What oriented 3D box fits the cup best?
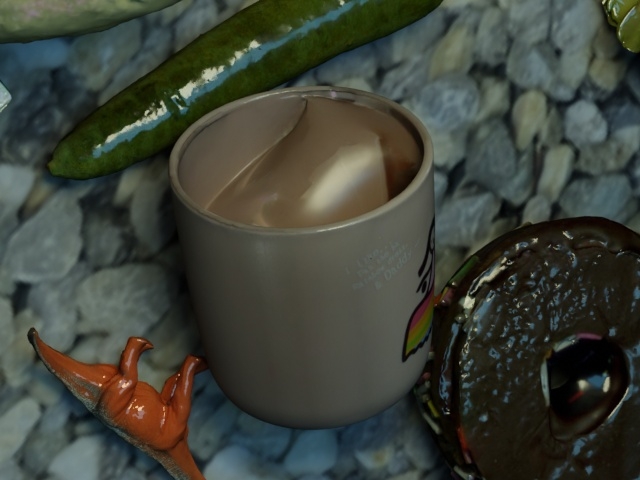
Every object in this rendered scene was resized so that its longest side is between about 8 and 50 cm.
[{"bbox_3d":[0.000,0.000,1.500,0.191,0.253,0.200,4,127,13],"label":"cup"}]

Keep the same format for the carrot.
[{"bbox_3d":[-0.055,-0.140,1.521,0.358,0.074,0.074,-30,108,-17],"label":"carrot"}]

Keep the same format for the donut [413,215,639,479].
[{"bbox_3d":[0.196,0.107,1.656,0.270,0.103,0.269,-4,100,-24],"label":"donut"}]

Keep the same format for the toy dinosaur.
[{"bbox_3d":[-0.120,0.131,1.531,0.279,0.055,0.101,31,92,-28],"label":"toy dinosaur"}]

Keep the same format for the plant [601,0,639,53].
[{"bbox_3d":[0.395,-0.274,1.663,0.261,0.297,0.305,4,78,-57],"label":"plant"}]

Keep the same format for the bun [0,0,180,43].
[{"bbox_3d":[-0.190,-0.302,1.292,0.361,0.213,0.361,-1,62,2],"label":"bun"}]

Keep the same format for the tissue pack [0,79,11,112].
[{"bbox_3d":[-0.282,-0.107,1.385,0.079,0.111,0.085,-46,113,-15],"label":"tissue pack"}]
